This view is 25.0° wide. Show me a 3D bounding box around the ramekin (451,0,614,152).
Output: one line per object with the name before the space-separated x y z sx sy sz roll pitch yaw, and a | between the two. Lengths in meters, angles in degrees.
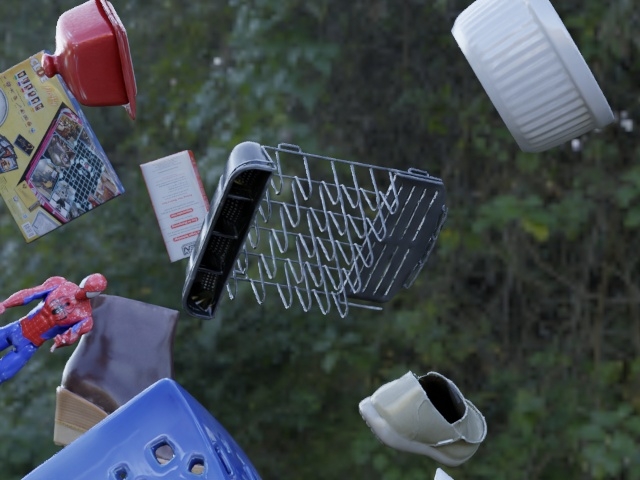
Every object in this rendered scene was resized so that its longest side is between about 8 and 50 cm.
ramekin | 0.236 -0.197 1.645 0.109 0.207 0.207 -30 -17 10

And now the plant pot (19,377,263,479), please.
plant pot | -0.129 0.291 1.196 0.236 0.212 0.236 -37 -29 -5

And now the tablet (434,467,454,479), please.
tablet | 0.158 0.309 1.687 0.006 0.054 0.083 -22 -52 39

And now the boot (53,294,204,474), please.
boot | -0.208 0.188 1.846 0.248 0.207 0.090 15 -12 0

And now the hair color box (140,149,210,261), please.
hair color box | -0.192 -0.048 1.992 0.072 0.141 0.043 -17 1 4

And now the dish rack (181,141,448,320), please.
dish rack | 0.000 0.000 1.549 0.271 0.074 0.208 9 -52 -21

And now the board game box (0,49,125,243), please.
board game box | -0.424 -0.140 2.169 0.165 0.243 0.042 -27 4 5

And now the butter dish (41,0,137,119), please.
butter dish | -0.331 -0.255 2.021 0.118 0.160 0.160 -16 37 -14

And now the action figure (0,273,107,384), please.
action figure | -0.375 0.128 1.717 0.280 0.091 0.139 -36 -3 9

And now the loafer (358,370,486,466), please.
loafer | 0.154 0.227 1.866 0.092 0.102 0.268 -42 -26 19
